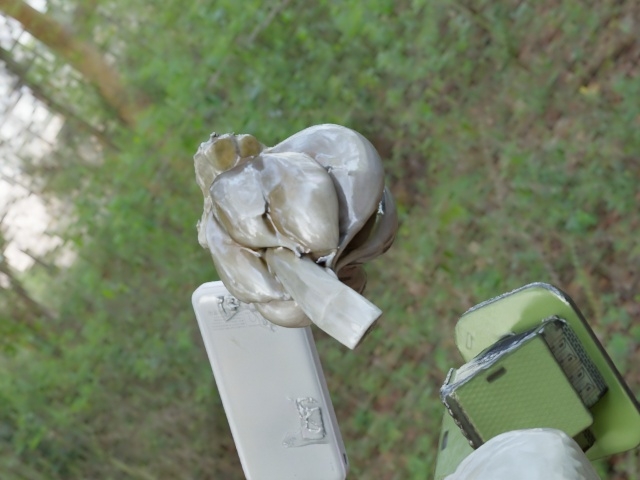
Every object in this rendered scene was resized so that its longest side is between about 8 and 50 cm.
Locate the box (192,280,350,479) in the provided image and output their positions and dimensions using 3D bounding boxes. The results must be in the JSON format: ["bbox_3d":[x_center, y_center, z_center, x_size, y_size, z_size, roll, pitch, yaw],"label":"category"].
[{"bbox_3d":[-0.061,0.180,1.820,0.142,0.285,0.044,-8,19,23],"label":"box"}]

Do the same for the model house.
[{"bbox_3d":[0.176,0.209,1.579,0.279,0.218,0.205,-34,2,-38],"label":"model house"}]

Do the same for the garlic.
[{"bbox_3d":[0.000,0.000,0.938,0.194,0.127,0.131,-135,51,-58],"label":"garlic"}]

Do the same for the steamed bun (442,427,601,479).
[{"bbox_3d":[0.157,0.332,1.015,0.236,0.247,0.383,-33,37,8],"label":"steamed bun"}]
